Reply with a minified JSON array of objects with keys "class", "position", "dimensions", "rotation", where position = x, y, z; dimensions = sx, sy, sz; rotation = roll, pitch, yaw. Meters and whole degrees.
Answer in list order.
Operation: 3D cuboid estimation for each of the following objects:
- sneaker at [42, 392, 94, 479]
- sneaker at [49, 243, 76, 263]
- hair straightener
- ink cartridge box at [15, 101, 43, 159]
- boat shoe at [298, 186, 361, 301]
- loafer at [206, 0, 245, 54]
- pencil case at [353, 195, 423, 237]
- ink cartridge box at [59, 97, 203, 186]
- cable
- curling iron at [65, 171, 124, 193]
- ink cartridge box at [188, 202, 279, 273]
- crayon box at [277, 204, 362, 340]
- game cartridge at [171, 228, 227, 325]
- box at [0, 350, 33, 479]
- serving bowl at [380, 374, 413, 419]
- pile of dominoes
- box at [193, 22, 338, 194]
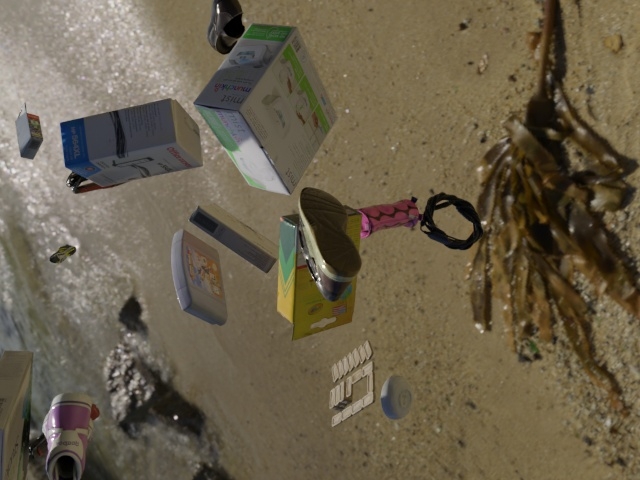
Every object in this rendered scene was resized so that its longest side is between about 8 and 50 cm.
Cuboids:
[{"class":"sneaker","position":[-0.526,0.433,1.319],"dimensions":[0.282,0.102,0.161],"rotation":[118,150,-55]},{"class":"sneaker","position":[-0.723,0.037,1.789],"dimensions":[0.035,0.083,0.031],"rotation":[23,125,27]},{"class":"hair straightener","position":[-0.660,0.489,1.592],"dimensions":[0.089,0.230,0.047],"rotation":[-10,114,38]},{"class":"ink cartridge box","position":[-0.628,-0.237,1.384],"dimensions":[0.063,0.029,0.115],"rotation":[-47,52,30]},{"class":"boat shoe","position":[0.001,0.001,0.934],"dimensions":[0.223,0.080,0.073],"rotation":[-109,37,-54]},{"class":"loafer","position":[-0.233,-0.526,1.607],"dimensions":[0.078,0.080,0.220],"rotation":[54,164,9]},{"class":"pencil case","position":[0.177,-0.061,1.757],"dimensions":[0.098,0.209,0.095],"rotation":[34,128,43]},{"class":"ink cartridge box","position":[-0.328,-0.169,1.140],"dimensions":[0.203,0.148,0.086],"rotation":[-10,79,6]},{"class":"cable","position":[0.379,-0.054,1.833],"dimensions":[0.184,0.151,0.047],"rotation":[20,162,-4]},{"class":"curling iron","position":[-0.523,-0.153,1.585],"dimensions":[0.035,0.274,0.068],"rotation":[32,105,13]},{"class":"ink cartridge box","position":[-0.248,-0.014,1.940],"dimensions":[0.275,0.239,0.060],"rotation":[34,94,-3]},{"class":"crayon box","position":[-0.005,0.081,1.641],"dimensions":[0.081,0.202,0.319],"rotation":[30,124,49]},{"class":"game cartridge","position":[-0.387,0.111,2.033],"dimensions":[0.062,0.198,0.297],"rotation":[-27,53,16]},{"class":"box","position":[-0.543,0.384,1.094],"dimensions":[0.232,0.058,0.322],"rotation":[-121,40,-66]},{"class":"serving bowl","position":[0.151,0.297,1.213],"dimensions":[0.027,0.083,0.083],"rotation":[-6,105,46]},{"class":"pile of dominoes","position":[0.101,0.408,1.825],"dimensions":[0.251,0.040,0.196],"rotation":[-47,31,47]},{"class":"box","position":[-0.099,-0.265,1.324],"dimensions":[0.126,0.231,0.262],"rotation":[16,156,31]}]
